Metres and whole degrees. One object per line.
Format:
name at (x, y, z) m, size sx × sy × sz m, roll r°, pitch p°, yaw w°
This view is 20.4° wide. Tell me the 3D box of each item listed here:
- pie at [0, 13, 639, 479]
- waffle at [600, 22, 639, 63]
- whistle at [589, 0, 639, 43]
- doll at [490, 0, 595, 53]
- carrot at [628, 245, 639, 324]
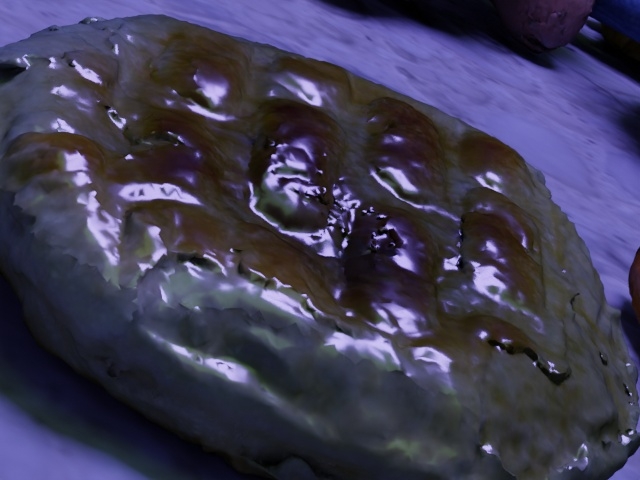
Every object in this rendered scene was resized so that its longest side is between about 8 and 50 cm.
pie at (0.000, 0.000, 0.678) m, size 0.306 × 0.071 × 0.306 m, roll 21°, pitch 27°, yaw -11°
waffle at (0.348, -0.154, 1.532) m, size 0.254 × 0.052 × 0.245 m, roll 24°, pitch 22°, yaw -3°
whistle at (0.260, -0.186, 1.412) m, size 0.304 × 0.062 × 0.062 m, roll 33°, pitch 21°, yaw 24°
doll at (0.119, -0.202, 1.282) m, size 0.303 × 0.156 × 0.201 m, roll -21°, pitch 7°, yaw -38°
carrot at (0.184, 0.043, 0.827) m, size 0.072 × 0.072 × 0.205 m, roll 19°, pitch 19°, yaw -20°
